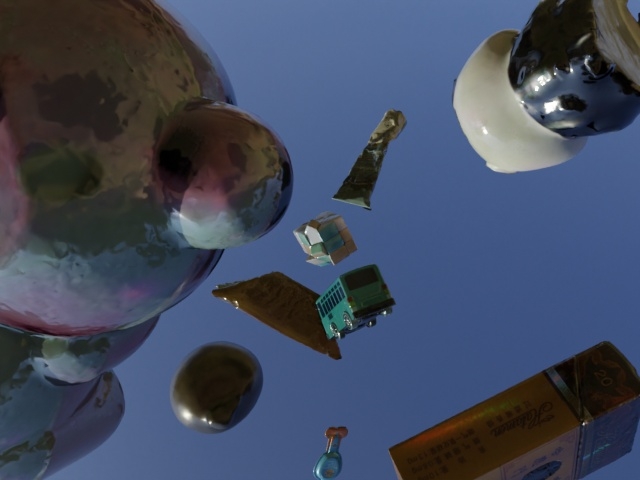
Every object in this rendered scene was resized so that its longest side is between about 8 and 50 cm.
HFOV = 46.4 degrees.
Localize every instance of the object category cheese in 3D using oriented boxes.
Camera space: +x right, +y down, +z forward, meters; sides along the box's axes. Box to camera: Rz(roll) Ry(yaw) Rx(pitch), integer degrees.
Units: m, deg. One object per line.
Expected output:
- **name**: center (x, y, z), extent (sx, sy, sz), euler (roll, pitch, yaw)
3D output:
- **cheese**: center (0.017, 0.344, 1.195), extent (0.047, 0.111, 0.017), euler (4, -157, -21)

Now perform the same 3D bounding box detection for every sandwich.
- **sandwich**: center (-0.063, 0.117, 1.331), extent (0.258, 0.094, 0.096), euler (30, -96, -2)

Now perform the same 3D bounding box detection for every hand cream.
- **hand cream**: center (0.111, -0.165, 1.487), extent (0.075, 0.052, 0.248), euler (4, -123, 39)

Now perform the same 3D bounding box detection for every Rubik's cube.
- **Rubik's cube**: center (0.002, 0.002, 1.096), extent (0.073, 0.084, 0.075), euler (-35, -85, -16)

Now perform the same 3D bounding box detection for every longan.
- **longan**: center (-0.193, 0.280, 1.398), extent (0.185, 0.159, 0.204), euler (-36, -155, 6)

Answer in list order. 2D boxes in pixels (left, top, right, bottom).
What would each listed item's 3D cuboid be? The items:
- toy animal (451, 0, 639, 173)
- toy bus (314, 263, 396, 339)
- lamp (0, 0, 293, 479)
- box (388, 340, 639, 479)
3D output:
- **toy animal**: center (0.321, -0.216, 1.035), extent (0.212, 0.266, 0.213), euler (13, -113, -31)
- **toy bus**: center (0.051, 0.102, 1.211), extent (0.079, 0.160, 0.092), euler (-18, -104, -20)
- **lamp**: center (-0.179, -0.004, 0.390), extent (0.247, 0.301, 0.247), euler (45, -154, 19)
- **box**: center (0.335, 0.354, 1.265), extent (0.415, 0.264, 0.116), euler (-24, -130, -5)
